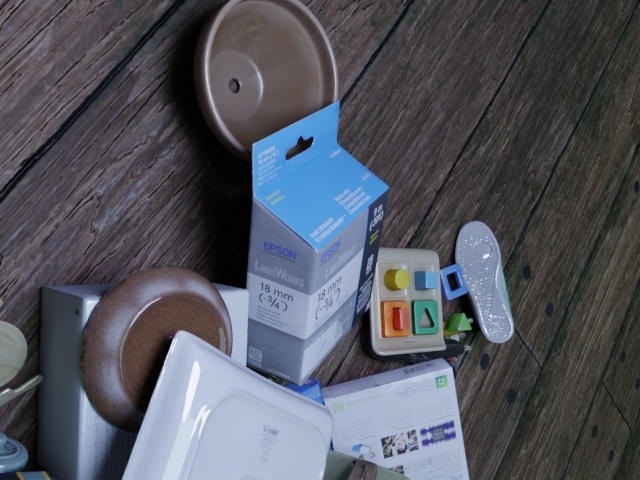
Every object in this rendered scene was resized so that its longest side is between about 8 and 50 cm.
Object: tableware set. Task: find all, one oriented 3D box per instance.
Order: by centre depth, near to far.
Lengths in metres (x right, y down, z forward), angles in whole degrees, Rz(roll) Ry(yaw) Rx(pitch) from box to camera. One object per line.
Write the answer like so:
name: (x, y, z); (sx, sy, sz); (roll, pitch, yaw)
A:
tableware set: (-0.422, 0.151, 0.736); (0.194, 0.039, 0.128); (-32, 126, -30)

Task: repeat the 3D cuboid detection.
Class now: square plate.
square plate: (-0.101, 0.325, 0.790); (0.347, 0.049, 0.344); (42, 57, -48)

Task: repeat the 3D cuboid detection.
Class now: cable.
cable: (0.184, 0.214, 1.308); (0.287, 0.072, 0.139); (6, 107, -31)

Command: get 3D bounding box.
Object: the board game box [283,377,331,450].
board game box: (-0.055, 0.349, 1.084); (0.160, 0.047, 0.210); (-21, 107, -40)

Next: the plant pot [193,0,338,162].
plant pot: (-0.094, -0.225, 0.957); (0.237, 0.110, 0.237); (-5, 98, -42)

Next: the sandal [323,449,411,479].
sandal: (0.063, 0.387, 1.040); (0.303, 0.086, 0.120); (19, 62, -37)

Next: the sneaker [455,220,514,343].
sneaker: (0.340, 0.094, 1.420); (0.151, 0.094, 0.256); (48, 31, -75)

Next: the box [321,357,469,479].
box: (0.137, 0.386, 1.180); (0.232, 0.058, 0.322); (-12, 101, -8)

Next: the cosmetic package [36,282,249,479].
cosmetic package: (-0.223, 0.169, 0.851); (0.225, 0.138, 0.224); (1, 93, -44)

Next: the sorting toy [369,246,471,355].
sorting toy: (0.164, 0.106, 1.226); (0.348, 0.047, 0.196); (2, 78, -37)

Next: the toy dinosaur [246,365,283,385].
toy dinosaur: (-0.112, 0.219, 0.990); (0.118, 0.064, 0.268); (22, 60, -11)

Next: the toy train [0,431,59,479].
toy train: (-0.401, 0.276, 0.642); (0.334, 0.190, 0.142); (20, 94, -46)

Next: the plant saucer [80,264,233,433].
plant saucer: (-0.175, 0.128, 0.776); (0.199, 0.036, 0.198); (-3, 95, -43)

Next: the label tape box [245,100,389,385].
label tape box: (0.000, 0.000, 0.951); (0.240, 0.106, 0.333); (-41, 144, -52)
